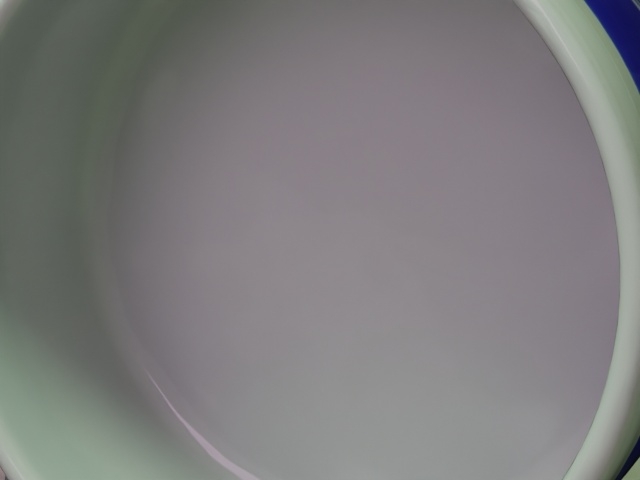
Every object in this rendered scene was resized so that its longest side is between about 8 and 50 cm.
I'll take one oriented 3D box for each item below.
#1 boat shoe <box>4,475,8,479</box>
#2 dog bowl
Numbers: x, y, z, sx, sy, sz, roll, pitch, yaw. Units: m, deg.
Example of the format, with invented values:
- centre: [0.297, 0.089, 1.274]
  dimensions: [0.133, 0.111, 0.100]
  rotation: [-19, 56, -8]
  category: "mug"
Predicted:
- centre: [-0.129, 0.158, 0.930]
  dimensions: [0.079, 0.095, 0.255]
  rotation: [-5, 70, 33]
  category: "boat shoe"
- centre: [0.000, 0.000, 0.652]
  dimensions: [0.265, 0.104, 0.265]
  rotation: [5, 101, 25]
  category: "dog bowl"
